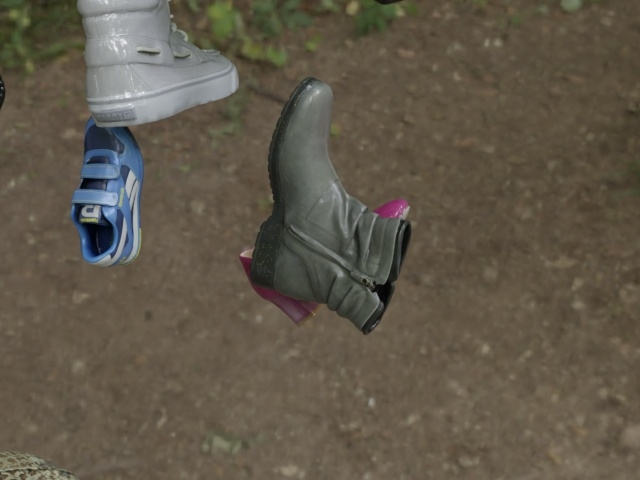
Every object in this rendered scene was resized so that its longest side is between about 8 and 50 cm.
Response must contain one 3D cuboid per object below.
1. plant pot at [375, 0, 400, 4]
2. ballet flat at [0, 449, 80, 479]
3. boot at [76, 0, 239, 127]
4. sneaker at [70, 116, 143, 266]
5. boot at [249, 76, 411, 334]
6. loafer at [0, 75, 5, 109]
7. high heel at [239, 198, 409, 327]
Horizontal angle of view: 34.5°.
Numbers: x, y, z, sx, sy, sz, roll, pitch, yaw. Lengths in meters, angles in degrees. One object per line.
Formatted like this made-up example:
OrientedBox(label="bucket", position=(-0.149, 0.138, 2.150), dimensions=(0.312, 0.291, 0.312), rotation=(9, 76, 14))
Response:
OrientedBox(label="plant pot", position=(0.083, -0.395, 1.228), dimensions=(0.187, 0.188, 0.167), rotation=(35, 63, 23))
OrientedBox(label="ballet flat", position=(-0.088, 0.335, 0.675), dimensions=(0.483, 0.164, 0.182), rotation=(51, -3, -24))
OrientedBox(label="boot", position=(-0.145, -0.187, 0.959), dimensions=(0.095, 0.123, 0.258), rotation=(-3, 15, 12))
OrientedBox(label="sneaker", position=(-0.195, -0.043, 0.938), dimensions=(0.053, 0.144, 0.059), rotation=(1, 11, 22))
OrientedBox(label="boot", position=(0.026, -0.036, 1.077), dimensions=(0.161, 0.246, 0.083), rotation=(18, 19, 23))
OrientedBox(label="loafer", position=(-0.394, -0.095, 1.047), dimensions=(0.078, 0.080, 0.220), rotation=(-6, 44, 26))
OrientedBox(label="high heel", position=(0.000, 0.000, 1.197), dimensions=(0.117, 0.244, 0.082), rotation=(46, 46, 1))
